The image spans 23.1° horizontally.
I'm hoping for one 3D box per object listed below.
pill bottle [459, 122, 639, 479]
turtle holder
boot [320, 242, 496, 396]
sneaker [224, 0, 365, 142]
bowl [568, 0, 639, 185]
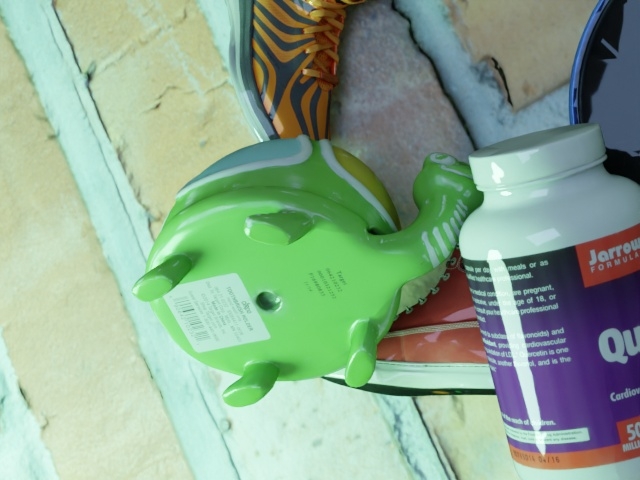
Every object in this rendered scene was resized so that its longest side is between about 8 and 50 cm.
[{"bbox_3d":[0.236,0.062,1.460,0.181,0.181,0.323,-11,100,25],"label":"pill bottle"},{"bbox_3d":[-0.018,-0.007,1.563,0.243,0.227,0.320,36,126,-15],"label":"turtle holder"},{"bbox_3d":[0.109,0.071,1.631,0.244,0.088,0.176,-3,76,25],"label":"boot"},{"bbox_3d":[-0.003,-0.232,1.693,0.180,0.124,0.321,-19,76,24],"label":"sneaker"},{"bbox_3d":[0.421,-0.139,1.498,0.391,0.077,0.391,-4,82,26],"label":"bowl"}]
